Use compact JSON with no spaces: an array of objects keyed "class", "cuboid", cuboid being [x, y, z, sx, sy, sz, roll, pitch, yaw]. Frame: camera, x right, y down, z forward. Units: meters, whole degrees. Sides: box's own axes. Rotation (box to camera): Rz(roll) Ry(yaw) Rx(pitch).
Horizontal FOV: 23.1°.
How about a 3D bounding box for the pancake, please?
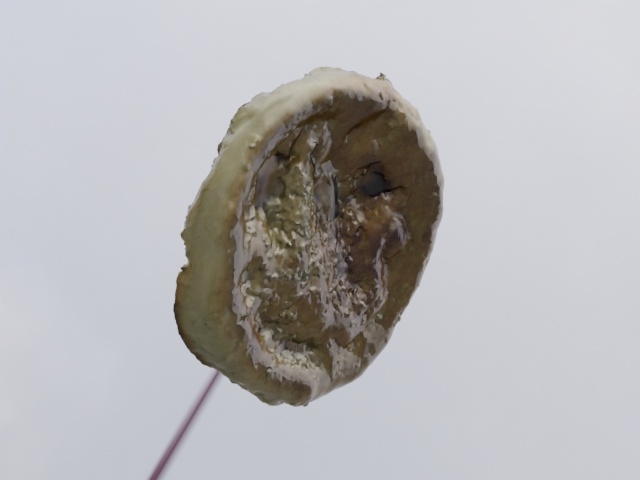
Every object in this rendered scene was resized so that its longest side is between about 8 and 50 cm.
[{"class":"pancake","cuboid":[-0.002,-0.001,1.494,0.065,0.356,0.356,18,-31,40]}]
